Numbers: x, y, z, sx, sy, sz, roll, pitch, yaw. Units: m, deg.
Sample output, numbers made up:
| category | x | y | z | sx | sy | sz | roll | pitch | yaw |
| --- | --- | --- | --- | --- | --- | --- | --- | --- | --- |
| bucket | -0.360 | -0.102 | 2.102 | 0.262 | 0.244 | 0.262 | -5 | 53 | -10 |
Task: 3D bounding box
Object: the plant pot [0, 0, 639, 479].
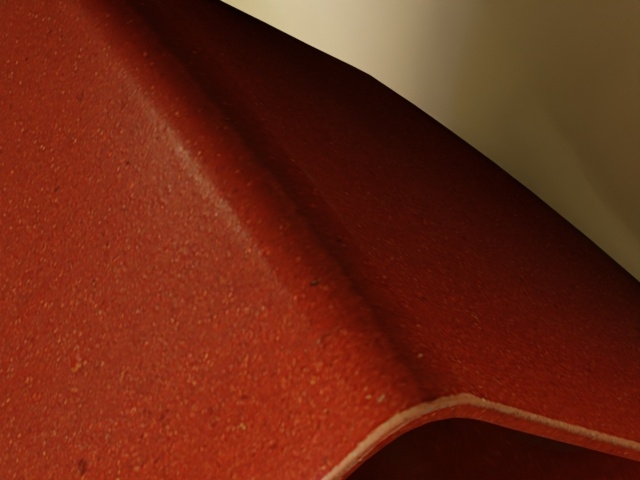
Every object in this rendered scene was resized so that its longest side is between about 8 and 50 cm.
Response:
| category | x | y | z | sx | sy | sz | roll | pitch | yaw |
| --- | --- | --- | --- | --- | --- | --- | --- | --- | --- |
| plant pot | -0.036 | 0.062 | 0.565 | 0.267 | 0.267 | 0.235 | -44 | 55 | 20 |
